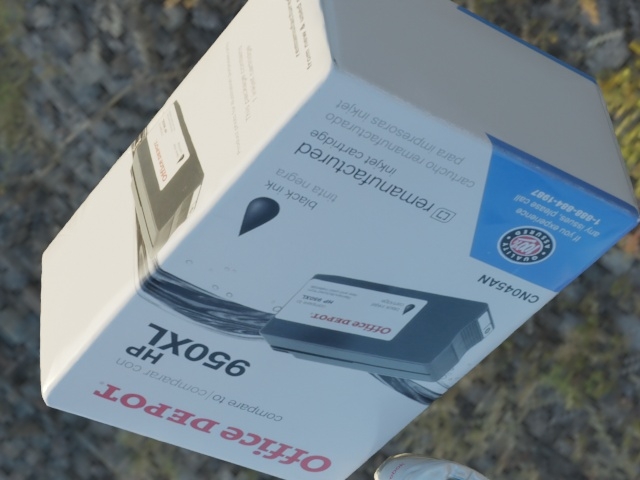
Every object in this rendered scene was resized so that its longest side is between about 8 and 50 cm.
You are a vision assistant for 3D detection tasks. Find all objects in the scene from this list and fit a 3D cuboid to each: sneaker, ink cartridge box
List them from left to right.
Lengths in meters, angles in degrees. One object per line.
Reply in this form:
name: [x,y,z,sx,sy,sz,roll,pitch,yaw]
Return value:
ink cartridge box: [0.000,0.000,1.228,0.285,0.166,0.395,23,129,-29]
sneaker: [0.143,0.240,1.367,0.232,0.090,0.115,38,176,-26]
